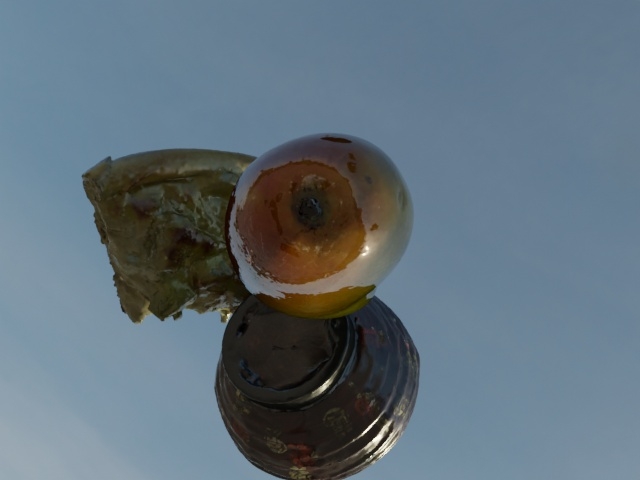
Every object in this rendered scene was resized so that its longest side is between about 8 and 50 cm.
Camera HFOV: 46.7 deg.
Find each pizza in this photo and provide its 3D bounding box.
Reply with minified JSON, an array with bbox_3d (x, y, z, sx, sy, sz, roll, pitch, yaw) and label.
[{"bbox_3d":[-0.131,0.004,0.872,0.089,0.324,0.223,26,-74,47],"label":"pizza"}]

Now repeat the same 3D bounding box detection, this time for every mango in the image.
[{"bbox_3d":[-0.005,0.001,0.611,0.289,0.146,0.129,106,-38,-67],"label":"mango"}]

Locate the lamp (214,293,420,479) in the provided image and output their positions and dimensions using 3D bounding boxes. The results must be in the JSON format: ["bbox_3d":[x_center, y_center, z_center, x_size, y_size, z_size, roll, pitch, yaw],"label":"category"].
[{"bbox_3d":[-0.005,0.157,0.842,0.247,0.247,0.246,21,-55,35],"label":"lamp"}]
